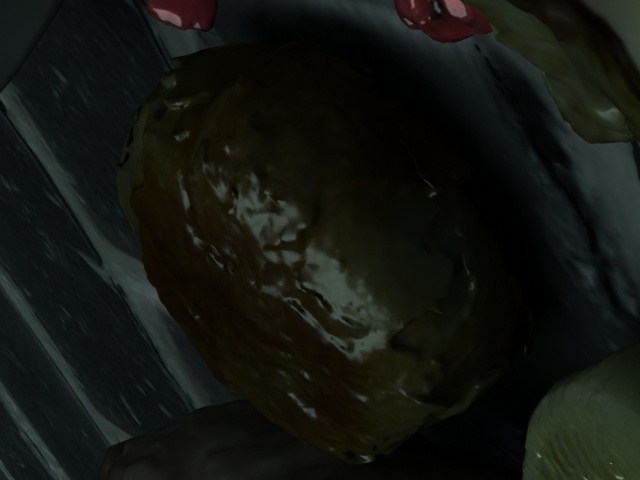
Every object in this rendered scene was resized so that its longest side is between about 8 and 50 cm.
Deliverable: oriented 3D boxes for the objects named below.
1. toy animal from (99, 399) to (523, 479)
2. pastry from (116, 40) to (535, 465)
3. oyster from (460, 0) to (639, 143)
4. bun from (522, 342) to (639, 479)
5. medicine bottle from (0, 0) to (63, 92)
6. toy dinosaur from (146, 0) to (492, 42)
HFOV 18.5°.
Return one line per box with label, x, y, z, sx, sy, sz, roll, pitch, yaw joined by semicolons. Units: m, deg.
toy animal;0.058;0.190;0.666;0.226;0.188;0.358;53;180;-36
pastry;-0.002;0.003;0.635;0.153;0.081;0.153;46;160;22
oyster;0.105;-0.080;0.202;0.221;0.096;0.361;40;160;17
bun;0.108;0.078;0.548;0.115;0.069;0.115;48;147;44
medicine bottle;-0.277;-0.172;0.688;0.371;0.211;0.211;43;161;7
toy dinosaur;-0.049;-0.150;0.495;0.286;0.070;0.139;44;151;27
